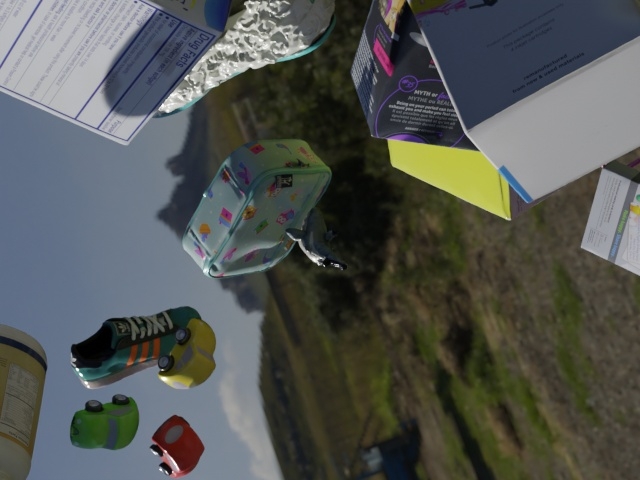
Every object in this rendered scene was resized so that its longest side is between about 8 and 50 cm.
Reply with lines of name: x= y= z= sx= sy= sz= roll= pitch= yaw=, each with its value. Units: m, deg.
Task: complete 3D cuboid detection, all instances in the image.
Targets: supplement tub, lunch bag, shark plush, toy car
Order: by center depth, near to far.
toy car: x=-0.224 y=0.232 z=1.484 sx=0.053 sy=0.225 sz=0.239 roll=22 pitch=111 yaw=37
shark plush: x=0.000 y=0.000 z=1.907 sx=0.073 sy=0.067 sz=0.161 roll=43 pitch=-176 yaw=-27
supplement tub: x=-0.629 y=0.331 z=2.055 sx=0.228 sy=0.228 sz=0.316 roll=70 pitch=-163 yaw=-53
lunch bag: x=-0.108 y=-0.060 z=2.087 sx=0.224 sy=0.279 sz=0.108 roll=-4 pitch=-133 yaw=-47

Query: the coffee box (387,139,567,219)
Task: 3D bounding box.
coffee box: x=0.341 y=-0.300 z=2.167 sx=0.337 sy=0.334 sz=0.338 roll=29 pitch=140 yaw=44

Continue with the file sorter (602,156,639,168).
file sorter: x=0.597 y=-0.088 z=1.857 sx=0.182 sy=0.202 sz=0.291 roll=55 pitch=-168 yaw=-24

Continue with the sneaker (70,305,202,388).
sneaker: x=-0.408 y=0.217 z=2.505 sx=0.108 sy=0.302 sz=0.121 roll=53 pitch=166 yaw=41

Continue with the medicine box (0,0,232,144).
medicine box: x=-0.287 y=-0.284 z=1.342 sx=0.263 sy=0.289 sz=0.149 roll=-38 pitch=37 yaw=47

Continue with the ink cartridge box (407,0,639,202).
ink cartridge box: x=0.188 y=-0.192 z=1.002 sx=0.171 sy=0.168 sz=0.233 roll=34 pitch=-148 yaw=-56

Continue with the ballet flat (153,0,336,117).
ballet flat: x=-0.151 y=-0.282 z=1.528 sx=0.147 sy=0.408 sz=0.147 roll=16 pitch=-112 yaw=-43

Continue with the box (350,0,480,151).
box: x=0.155 y=-0.256 z=1.302 sx=0.143 sy=0.165 sz=0.270 roll=-104 pitch=26 yaw=-48

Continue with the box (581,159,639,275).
box: x=0.474 y=-0.014 z=1.608 sx=0.186 sy=0.038 sz=0.145 roll=28 pitch=132 yaw=26
